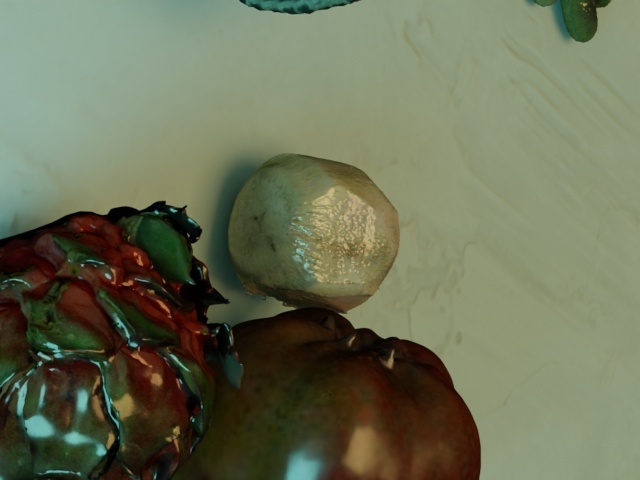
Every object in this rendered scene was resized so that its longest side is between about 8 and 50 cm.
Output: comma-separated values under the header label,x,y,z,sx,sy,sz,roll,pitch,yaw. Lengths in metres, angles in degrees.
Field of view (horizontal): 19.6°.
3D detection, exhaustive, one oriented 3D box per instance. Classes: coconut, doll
label,x,y,z,sx,sy,sz,roll,pitch,yaw
coconut,0.000,0.000,1.258,0.124,0.110,0.110,16,84,-45
doll,0.219,-0.233,1.524,0.115,0.077,0.150,-52,146,-18

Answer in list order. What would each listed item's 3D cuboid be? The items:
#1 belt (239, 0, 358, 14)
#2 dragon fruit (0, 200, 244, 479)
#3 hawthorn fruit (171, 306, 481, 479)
label,x,y,z,sx,sy,sz,roll,pitch,yaw
belt,0.031,-0.249,1.100,0.160,0.295,0.207,-18,97,-46
dragon fruit,-0.139,0.078,1.051,0.188,0.182,0.182,-57,138,-47
hawthorn fruit,-0.007,0.173,1.213,0.208,0.208,0.248,1,108,-52
